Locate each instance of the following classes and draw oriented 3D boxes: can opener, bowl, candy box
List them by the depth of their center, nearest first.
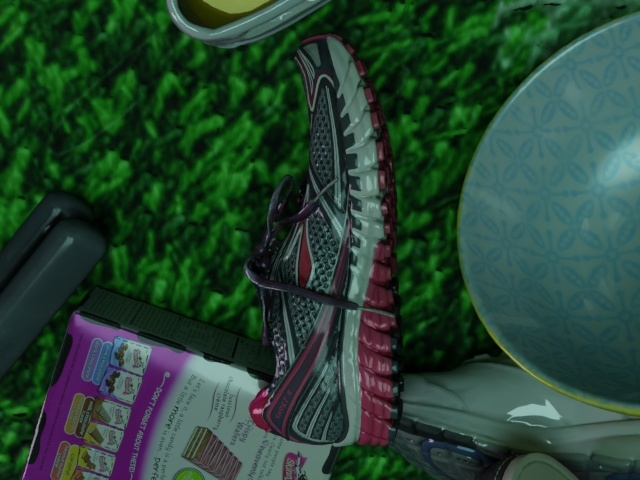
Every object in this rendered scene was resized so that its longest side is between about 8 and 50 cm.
[{"bbox_3d":[0.258,-0.004,0.724,0.289,0.289,0.156,-41,144,12],"label":"bowl"},{"bbox_3d":[-0.288,0.073,0.811,0.283,0.076,0.095,-48,136,13],"label":"can opener"},{"bbox_3d":[-0.104,0.152,0.843,0.233,0.071,0.159,20,106,-3],"label":"candy box"}]

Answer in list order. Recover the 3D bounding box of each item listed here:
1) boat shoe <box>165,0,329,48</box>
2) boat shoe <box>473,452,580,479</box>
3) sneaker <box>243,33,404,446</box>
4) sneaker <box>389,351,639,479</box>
[{"bbox_3d":[0.040,-0.254,0.675,0.367,0.156,0.136,-33,103,11],"label":"boat shoe"},{"bbox_3d":[0.190,0.233,0.755,0.206,0.065,0.075,47,58,-11],"label":"boat shoe"},{"bbox_3d":[0.000,0.000,0.745,0.112,0.121,0.299,-1,88,7],"label":"sneaker"},{"bbox_3d":[0.176,0.131,0.813,0.297,0.129,0.111,3,147,18],"label":"sneaker"}]
